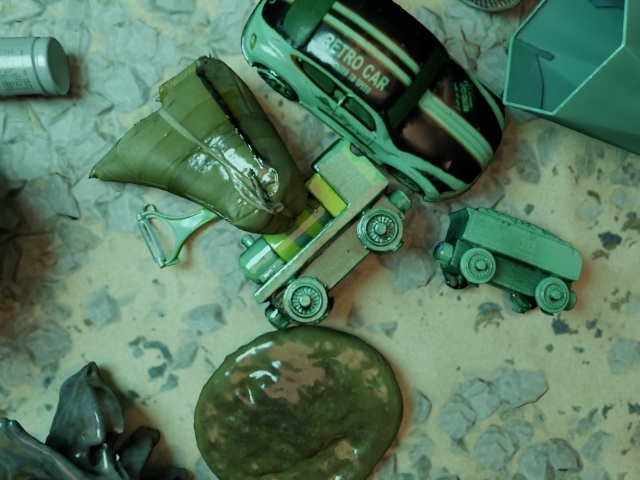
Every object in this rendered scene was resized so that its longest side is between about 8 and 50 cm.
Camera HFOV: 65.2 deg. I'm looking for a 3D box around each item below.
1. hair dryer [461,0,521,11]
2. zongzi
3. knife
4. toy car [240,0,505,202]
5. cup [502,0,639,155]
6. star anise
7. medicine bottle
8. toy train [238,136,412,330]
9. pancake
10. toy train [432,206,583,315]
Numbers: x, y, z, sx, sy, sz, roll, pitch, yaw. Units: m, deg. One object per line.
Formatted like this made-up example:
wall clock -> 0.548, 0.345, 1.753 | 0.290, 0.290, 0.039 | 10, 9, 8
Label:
hair dryer -> 0.307, -0.299, 0.550 | 0.344, 0.107, 0.189 | 27, 89, -15
zongzi -> -0.128, -0.062, 0.505 | 0.197, 0.099, 0.194 | -36, 70, 5
knife -> -0.119, -0.038, 0.554 | 0.166, 0.022, 0.078 | -29, 82, -3
toy car -> 0.064, -0.165, 0.512 | 0.306, 0.125, 0.136 | 37, 90, -5
cup -> 0.320, -0.157, 0.514 | 0.235, 0.148, 0.134 | 16, 110, -26
star anise -> -0.222, 0.297, 0.475 | 0.139, 0.316, 0.360 | -35, 55, 26
medicine bottle -> -0.312, -0.175, 0.509 | 0.091, 0.058, 0.058 | -4, 94, -5
toy train -> 0.000, 0.000, 0.544 | 0.200, 0.083, 0.132 | -43, 85, -1
pancake -> -0.022, 0.212, 0.566 | 0.241, 0.050, 0.242 | 0, 99, -2
toy train -> 0.214, 0.023, 0.568 | 0.172, 0.070, 0.099 | 20, 82, -7
